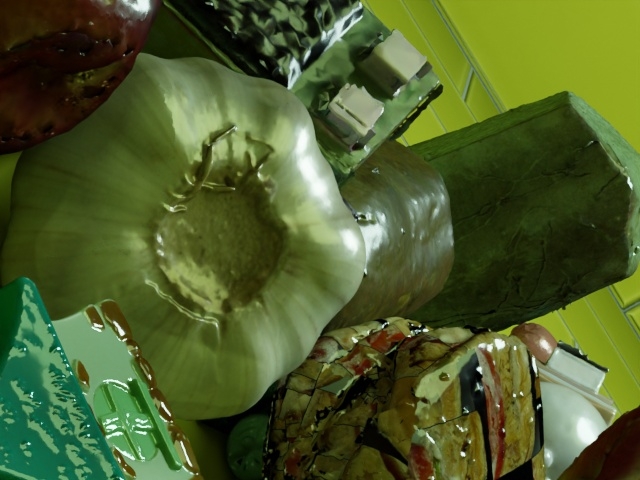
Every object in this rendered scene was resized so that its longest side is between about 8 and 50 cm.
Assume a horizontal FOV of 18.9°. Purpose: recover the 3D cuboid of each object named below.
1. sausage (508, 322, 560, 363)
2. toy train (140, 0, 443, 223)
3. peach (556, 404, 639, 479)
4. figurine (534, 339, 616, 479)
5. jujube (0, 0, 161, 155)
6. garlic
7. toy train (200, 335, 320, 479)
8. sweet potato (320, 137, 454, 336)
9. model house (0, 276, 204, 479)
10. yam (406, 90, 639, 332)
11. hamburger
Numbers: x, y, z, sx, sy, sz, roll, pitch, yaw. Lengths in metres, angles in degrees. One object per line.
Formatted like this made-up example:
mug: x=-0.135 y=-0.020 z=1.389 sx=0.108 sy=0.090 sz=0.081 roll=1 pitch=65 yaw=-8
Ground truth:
sausage: x=0.256 y=0.159 z=2.125 sx=0.154 sy=0.062 sz=0.062 roll=56 pitch=13 yaw=-17
toy train: x=-0.061 y=-0.105 z=1.153 sx=0.261 sy=0.177 sz=0.134 roll=43 pitch=47 yaw=0
peach: x=0.337 y=0.315 z=1.465 sx=0.416 sy=0.353 sz=0.339 roll=35 pitch=34 yaw=-3
figurine: x=0.199 y=0.188 z=1.746 sx=0.162 sy=0.141 sz=0.237 roll=31 pitch=17 yaw=1
jujube: x=-0.175 y=-0.152 z=0.942 sx=0.183 sy=0.183 sz=0.243 roll=42 pitch=12 yaw=-52
garlic: x=-0.100 y=-0.007 z=1.054 sx=0.199 sy=0.199 sz=0.226 roll=55 pitch=-19 yaw=-19
toy train: x=-0.002 y=0.122 z=1.205 sx=0.200 sy=0.083 sz=0.132 roll=30 pitch=42 yaw=-52
sweet potato: x=0.000 y=0.000 z=1.362 sx=0.158 sy=0.158 sz=0.369 roll=60 pitch=20 yaw=3
model house: x=-0.124 y=0.093 z=0.776 sx=0.127 sy=0.100 sz=0.149 roll=62 pitch=15 yaw=13
yam: x=0.166 y=-0.020 z=1.743 sx=0.201 sy=0.271 sz=0.202 roll=60 pitch=19 yaw=-7
hamburger: x=0.055 y=0.155 z=1.129 sx=0.231 sy=0.106 sz=0.231 roll=0 pitch=90 yaw=-58
